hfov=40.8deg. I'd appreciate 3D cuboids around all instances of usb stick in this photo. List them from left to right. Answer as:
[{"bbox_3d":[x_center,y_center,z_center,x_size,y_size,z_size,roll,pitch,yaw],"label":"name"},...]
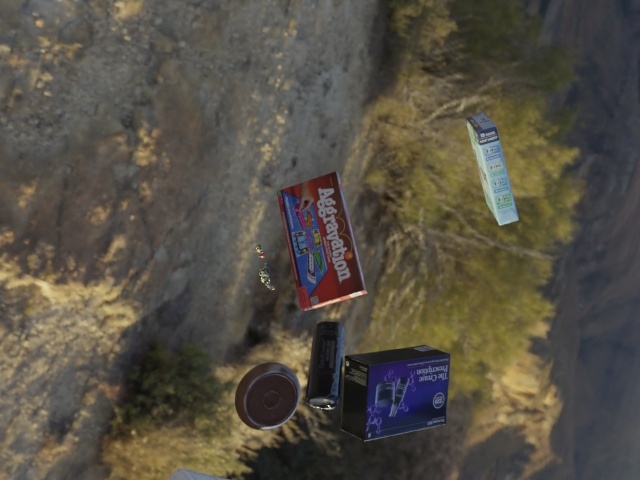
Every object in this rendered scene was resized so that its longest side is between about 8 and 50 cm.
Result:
[{"bbox_3d":[0.013,0.282,1.981,0.278,0.077,0.045,-83,175,-57],"label":"usb stick"}]

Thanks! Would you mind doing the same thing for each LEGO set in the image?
[{"bbox_3d":[-0.104,0.050,1.521,0.054,0.023,0.083,100,-30,-83],"label":"LEGO set"}]

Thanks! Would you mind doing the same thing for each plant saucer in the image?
[{"bbox_3d":[-0.119,0.373,2.036,0.029,0.168,0.168,16,-95,64],"label":"plant saucer"}]

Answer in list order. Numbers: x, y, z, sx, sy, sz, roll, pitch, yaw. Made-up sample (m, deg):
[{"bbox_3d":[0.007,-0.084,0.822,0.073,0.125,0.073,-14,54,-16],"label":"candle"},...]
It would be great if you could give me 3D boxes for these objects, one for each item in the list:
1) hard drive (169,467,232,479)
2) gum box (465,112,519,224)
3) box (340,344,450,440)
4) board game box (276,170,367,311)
[{"bbox_3d":[-0.204,0.651,2.025,0.047,0.233,0.353,-43,153,-2],"label":"hard drive"},{"bbox_3d":[0.326,-0.140,1.641,0.157,0.041,0.184,-82,155,-73],"label":"gum box"},{"bbox_3d":[0.183,0.362,2.069,0.261,0.103,0.184,-2,101,-36],"label":"box"},{"bbox_3d":[0.000,0.000,1.850,0.027,0.145,0.281,45,29,-65],"label":"board game box"}]
